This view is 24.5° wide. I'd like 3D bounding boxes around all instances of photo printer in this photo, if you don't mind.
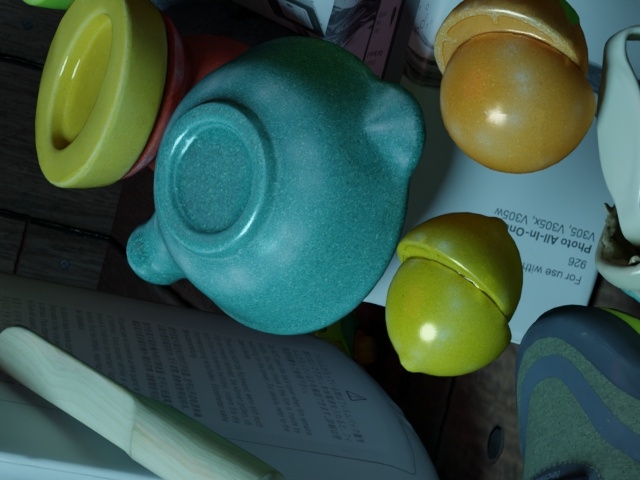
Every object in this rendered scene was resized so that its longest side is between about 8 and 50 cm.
[{"bbox_3d":[-0.084,0.118,0.814,0.256,0.308,0.107,-123,47,-65],"label":"photo printer"}]

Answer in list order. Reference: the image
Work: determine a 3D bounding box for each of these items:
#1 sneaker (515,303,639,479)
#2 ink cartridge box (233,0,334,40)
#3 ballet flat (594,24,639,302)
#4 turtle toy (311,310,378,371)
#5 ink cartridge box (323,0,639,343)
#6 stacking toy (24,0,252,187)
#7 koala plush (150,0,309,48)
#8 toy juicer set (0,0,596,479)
[{"bbox_3d":[0.083,0.151,0.525,0.111,0.121,0.300,124,156,-52],"label":"sneaker"},{"bbox_3d":[0.020,-0.177,0.917,0.104,0.180,0.060,-50,-33,-18],"label":"ink cartridge box"},{"bbox_3d":[0.152,-0.088,0.570,0.086,0.086,0.248,154,128,-72],"label":"ballet flat"},{"bbox_3d":[-0.004,0.089,1.019,0.095,0.066,0.130,53,135,41],"label":"turtle toy"},{"bbox_3d":[0.085,-0.112,0.761,0.211,0.122,0.289,-138,62,-73],"label":"ink cartridge box"},{"bbox_3d":[-0.065,-0.198,0.872,0.309,0.130,0.279,-58,36,28],"label":"stacking toy"},{"bbox_3d":[-0.018,-0.093,1.051,0.221,0.203,0.196,78,167,-52],"label":"koala plush"},{"bbox_3d":[0.000,0.000,0.640,0.209,0.089,0.329,48,116,29],"label":"toy juicer set"}]
